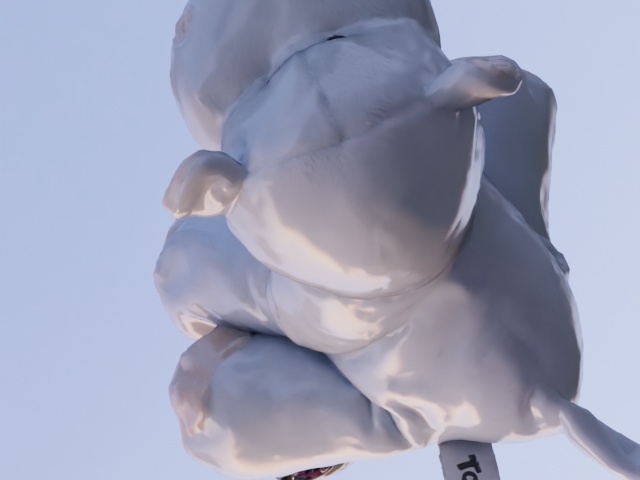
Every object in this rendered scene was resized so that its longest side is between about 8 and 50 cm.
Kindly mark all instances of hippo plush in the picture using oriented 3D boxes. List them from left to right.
[{"bbox_3d":[0.000,0.000,0.866,0.234,0.294,0.236,-26,-36,11],"label":"hippo plush"}]

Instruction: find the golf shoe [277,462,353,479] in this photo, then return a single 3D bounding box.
[{"bbox_3d":[0.045,0.094,1.287,0.186,0.067,0.086,-34,-15,17],"label":"golf shoe"}]
